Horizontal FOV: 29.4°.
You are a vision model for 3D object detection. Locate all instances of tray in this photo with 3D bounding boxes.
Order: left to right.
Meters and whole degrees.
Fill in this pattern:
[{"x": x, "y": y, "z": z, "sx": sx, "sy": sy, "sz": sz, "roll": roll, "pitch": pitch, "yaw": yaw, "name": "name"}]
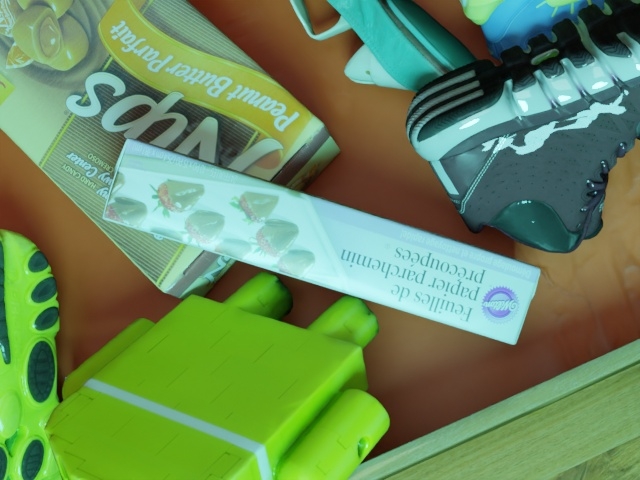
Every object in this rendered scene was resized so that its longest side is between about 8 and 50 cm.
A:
[{"x": 0.152, "y": 0.217, "z": 0.866, "sx": 0.411, "sy": 0.076, "sz": 0.203, "roll": -23, "pitch": 76, "yaw": -7, "name": "tray"}]

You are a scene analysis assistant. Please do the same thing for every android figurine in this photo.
[{"x": -0.081, "y": 0.122, "z": 0.880, "sx": 0.248, "sy": 0.056, "sz": 0.273, "roll": 13, "pitch": 40, "yaw": 32, "name": "android figurine"}]

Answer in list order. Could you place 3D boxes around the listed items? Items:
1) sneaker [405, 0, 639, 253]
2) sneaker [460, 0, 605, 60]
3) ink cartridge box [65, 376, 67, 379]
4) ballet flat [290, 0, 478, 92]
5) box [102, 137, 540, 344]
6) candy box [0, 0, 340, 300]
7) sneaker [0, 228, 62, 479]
[{"x": 0.218, "y": -0.085, "z": 0.916, "sx": 0.281, "sy": 0.106, "sz": 0.162, "roll": -20, "pitch": 120, "yaw": 14, "name": "sneaker"}, {"x": 0.224, "y": -0.210, "z": 0.953, "sx": 0.240, "sy": 0.126, "sz": 0.091, "roll": -16, "pitch": 42, "yaw": 4, "name": "sneaker"}, {"x": -0.100, "y": 0.151, "z": 0.982, "sx": 0.207, "sy": 0.046, "sz": 0.097, "roll": -6, "pitch": 78, "yaw": 11, "name": "ink cartridge box"}, {"x": 0.038, "y": -0.182, "z": 1.003, "sx": 0.087, "sy": 0.083, "sz": 0.247, "roll": -46, "pitch": 74, "yaw": 26, "name": "ballet flat"}, {"x": 0.000, "y": 0.000, "z": 0.916, "sx": 0.324, "sy": 0.067, "sz": 0.063, "roll": 17, "pitch": 94, "yaw": -7, "name": "box"}, {"x": -0.160, "y": -0.120, "z": 1.018, "sx": 0.316, "sy": 0.087, "sz": 0.183, "roll": 43, "pitch": 91, "yaw": 14, "name": "candy box"}, {"x": -0.278, "y": 0.139, "z": 1.005, "sx": 0.123, "sy": 0.109, "sz": 0.295, "roll": 0, "pitch": 87, "yaw": 44, "name": "sneaker"}]
